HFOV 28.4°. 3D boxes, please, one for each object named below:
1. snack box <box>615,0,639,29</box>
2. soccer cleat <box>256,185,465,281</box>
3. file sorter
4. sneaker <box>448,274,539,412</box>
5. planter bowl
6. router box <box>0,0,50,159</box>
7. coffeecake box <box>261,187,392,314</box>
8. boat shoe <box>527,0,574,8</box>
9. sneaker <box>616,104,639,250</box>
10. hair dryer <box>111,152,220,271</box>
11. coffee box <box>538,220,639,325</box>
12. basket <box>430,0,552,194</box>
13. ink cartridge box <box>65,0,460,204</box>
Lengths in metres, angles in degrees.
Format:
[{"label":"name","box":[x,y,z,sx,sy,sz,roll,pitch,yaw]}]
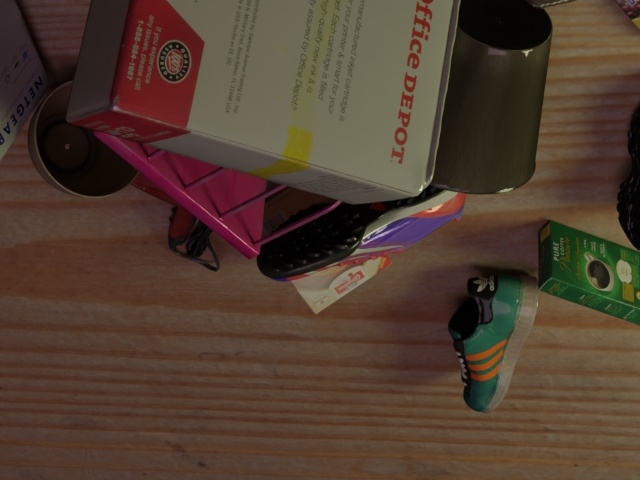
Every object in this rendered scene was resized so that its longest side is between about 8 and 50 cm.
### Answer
[{"label":"snack box","box":[0.423,-0.291,1.525,0.100,0.037,0.141,-30,126,33]},{"label":"soccer cleat","box":[0.064,-0.009,1.777,0.318,0.108,0.116,-27,138,-10]},{"label":"file sorter","box":[-0.112,-0.160,1.630,0.182,0.202,0.290,-27,130,29]},{"label":"sneaker","box":[0.258,0.162,2.048,0.121,0.108,0.302,9,132,-3]},{"label":"planter bowl","box":[-0.333,-0.135,1.738,0.162,0.162,0.109,31,161,-27]},{"label":"router box","box":[-0.479,-0.191,1.528,0.082,0.335,0.301,10,143,19]},{"label":"coffeecake box","box":[0.000,0.000,1.864,0.142,0.068,0.185,-34,133,1]},{"label":"boat shoe","box":[0.371,-0.324,1.414,0.324,0.116,0.097,-20,121,33]},{"label":"sneaker","box":[0.479,-0.106,1.715,0.108,0.100,0.271,-14,139,-13]},{"label":"hair dryer","box":[-0.197,-0.042,1.873,0.223,0.080,0.293,-22,133,30]},{"label":"coffee box","box":[0.410,0.049,1.882,0.184,0.113,0.040,18,142,-16]},{"label":"basket","box":[0.202,-0.191,1.594,0.204,0.154,0.227,8,137,-4]},{"label":"ink cartridge box","box":[-0.056,-0.217,1.417,0.384,0.279,0.160,15,170,-28]}]
